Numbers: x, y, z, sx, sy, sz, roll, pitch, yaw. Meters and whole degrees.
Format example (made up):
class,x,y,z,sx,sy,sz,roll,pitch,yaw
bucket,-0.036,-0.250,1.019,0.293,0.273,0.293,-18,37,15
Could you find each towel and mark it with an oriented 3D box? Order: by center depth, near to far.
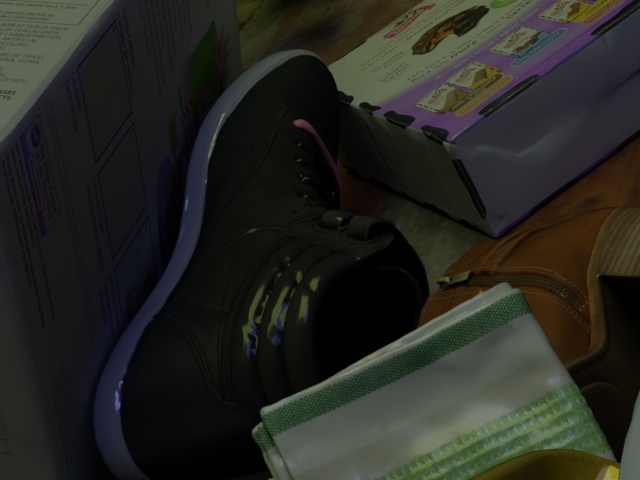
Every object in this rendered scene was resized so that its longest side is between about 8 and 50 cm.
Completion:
class,x,y,z,sx,sy,sz,roll,pitch,yaw
towel,0.053,0.102,0.510,0.113,0.023,0.152,-29,68,5

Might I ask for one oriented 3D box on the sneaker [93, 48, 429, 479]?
class,x,y,z,sx,sy,sz,roll,pitch,yaw
sneaker,0.000,0.001,0.767,0.147,0.104,0.296,-10,42,31

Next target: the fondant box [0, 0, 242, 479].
class,x,y,z,sx,sy,sz,roll,pitch,yaw
fondant box,-0.130,-0.029,0.786,0.096,0.238,0.330,6,35,14

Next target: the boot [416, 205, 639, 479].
class,x,y,z,sx,sy,sz,roll,pitch,yaw
boot,0.080,0.063,0.626,0.197,0.073,0.152,-46,22,-29

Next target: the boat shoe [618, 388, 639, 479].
class,x,y,z,sx,sy,sz,roll,pitch,yaw
boat shoe,0.197,-0.027,0.371,0.156,0.136,0.367,-4,37,34

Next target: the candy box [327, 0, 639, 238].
class,x,y,z,sx,sy,sz,roll,pitch,yaw
candy box,0.104,-0.096,0.882,0.165,0.070,0.196,-36,26,-13

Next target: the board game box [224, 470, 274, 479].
class,x,y,z,sx,sy,sz,roll,pitch,yaw
board game box,-0.078,0.175,0.616,0.126,0.026,0.186,-16,28,27

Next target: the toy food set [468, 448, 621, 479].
class,x,y,z,sx,sy,sz,roll,pitch,yaw
toy food set,0.030,0.155,0.446,0.218,0.128,0.071,-38,6,-8
